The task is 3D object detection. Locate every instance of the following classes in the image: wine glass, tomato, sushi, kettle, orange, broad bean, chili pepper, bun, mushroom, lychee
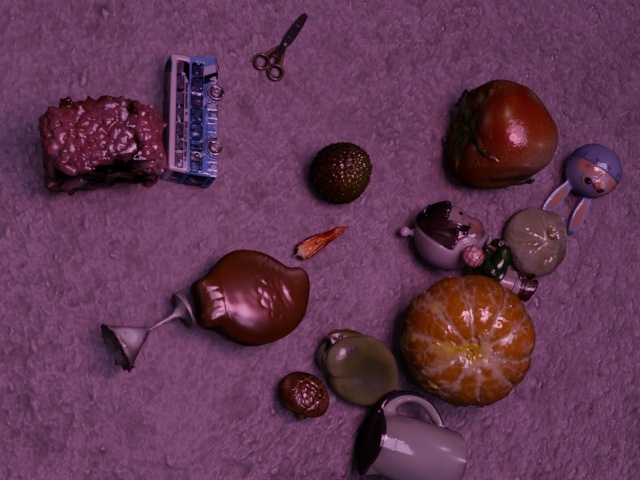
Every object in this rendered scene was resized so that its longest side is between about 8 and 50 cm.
[{"bbox_3d":[-0.370,0.191,1.685,0.182,0.122,0.122,-30,92,-32],"label":"wine glass"},{"bbox_3d":[0.480,-0.266,2.048,0.238,0.303,0.304,14,74,-19],"label":"tomato"},{"bbox_3d":[-0.457,-0.191,1.655,0.269,0.236,0.171,-8,77,-10],"label":"sushi"},{"bbox_3d":[0.214,0.475,1.850,0.236,0.161,0.221,21,77,-16],"label":"kettle"},{"bbox_3d":[0.357,0.241,1.894,0.329,0.249,0.330,-1,99,-8],"label":"orange"},{"bbox_3d":[0.093,0.303,1.873,0.169,0.100,0.228,-42,110,-17],"label":"broad bean"},{"bbox_3d":[0.000,0.000,1.926,0.178,0.027,0.045,-31,97,-25],"label":"chili pepper"},{"bbox_3d":[0.603,0.003,2.143,0.195,0.118,0.196,4,81,-25],"label":"bun"},{"bbox_3d":[-0.037,0.360,1.804,0.126,0.085,0.109,13,74,-27],"label":"mushroom"},{"bbox_3d":[0.056,-0.172,1.911,0.171,0.171,0.171,5,78,-23],"label":"lychee"}]

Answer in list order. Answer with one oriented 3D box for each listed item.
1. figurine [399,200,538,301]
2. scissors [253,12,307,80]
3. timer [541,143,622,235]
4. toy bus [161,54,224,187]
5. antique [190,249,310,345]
[{"bbox_3d":[0.388,0.028,1.997,0.369,0.281,0.167,32,110,-6],"label":"figurine"},{"bbox_3d":[-0.090,-0.507,1.995,0.088,0.017,0.220,35,68,-10],"label":"scissors"},{"bbox_3d":[0.763,-0.161,2.222,0.175,0.175,0.256,35,69,-14],"label":"timer"},{"bbox_3d":[-0.299,-0.280,1.811,0.130,0.106,0.298,5,76,-21],"label":"toy bus"},{"bbox_3d":[-0.158,0.130,1.766,0.278,0.129,0.224,-12,82,-30],"label":"antique"}]
